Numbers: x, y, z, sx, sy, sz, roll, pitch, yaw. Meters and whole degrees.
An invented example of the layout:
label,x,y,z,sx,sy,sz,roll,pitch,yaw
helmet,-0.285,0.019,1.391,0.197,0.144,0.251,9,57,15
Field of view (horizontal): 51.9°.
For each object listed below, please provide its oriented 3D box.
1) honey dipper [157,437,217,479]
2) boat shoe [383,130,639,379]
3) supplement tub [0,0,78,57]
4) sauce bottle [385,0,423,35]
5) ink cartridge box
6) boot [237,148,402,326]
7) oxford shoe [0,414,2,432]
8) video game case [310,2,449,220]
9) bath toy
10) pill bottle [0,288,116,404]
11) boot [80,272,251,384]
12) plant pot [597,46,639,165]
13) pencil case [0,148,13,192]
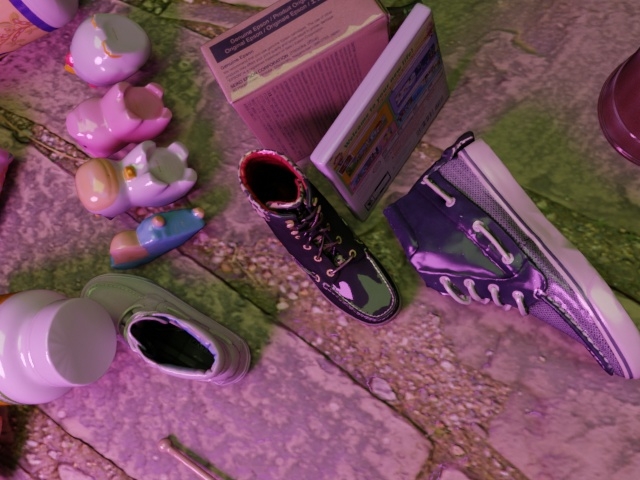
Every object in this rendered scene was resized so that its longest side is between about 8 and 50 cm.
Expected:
label,x,y,z,sx,sy,sz,roll,pitch,yaw
honey dipper,-0.140,0.295,0.820,0.160,0.030,0.030,31,85,18
boat shoe,0.216,0.045,0.773,0.158,0.127,0.341,-37,65,7
supplement tub,-0.551,-0.357,0.936,0.331,0.241,0.241,-25,74,5
sauce bottle,0.081,-0.298,0.908,0.128,0.042,0.042,-20,74,3
ink cartridge box,-0.011,-0.198,0.801,0.193,0.235,0.088,-30,74,2
boot,-0.002,0.000,0.782,0.085,0.178,0.236,-41,73,-1
oxford shoe,-0.586,0.277,0.861,0.363,0.130,0.133,4,94,19
video game case,0.081,-0.143,0.792,0.023,0.193,0.212,33,85,23
bath toy,-0.276,-0.142,0.902,0.129,0.151,0.348,-34,69,47
pill bottle,-0.374,0.132,0.808,0.245,0.136,0.136,-9,75,29
boot,-0.214,0.102,0.828,0.258,0.123,0.095,20,82,14
plant pot,0.424,-0.182,0.752,0.166,0.165,0.167,-2,78,10
pencil case,-0.535,-0.015,0.921,0.124,0.124,0.284,13,81,13
